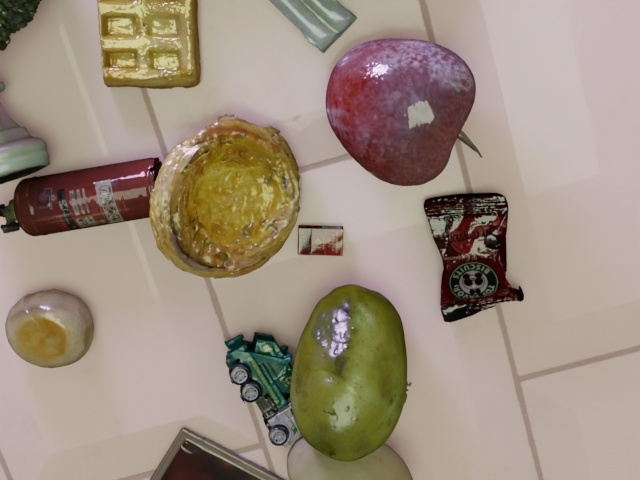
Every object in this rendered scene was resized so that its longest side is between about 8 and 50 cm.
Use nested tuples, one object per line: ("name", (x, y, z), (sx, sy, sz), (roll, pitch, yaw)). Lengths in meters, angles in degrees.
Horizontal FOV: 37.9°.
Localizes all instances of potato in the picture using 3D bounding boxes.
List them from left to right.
("potato", (0.050, 0.230, 1.629), (0.215, 0.216, 0.304), (0, 74, 0))

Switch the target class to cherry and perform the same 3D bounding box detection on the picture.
("cherry", (0.143, -0.209, 1.517), (0.285, 0.213, 0.236), (31, 96, 1))

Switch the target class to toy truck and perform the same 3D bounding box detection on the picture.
("toy truck", (-0.086, 0.264, 1.711), (0.116, 0.110, 0.216), (-31, 103, -3))

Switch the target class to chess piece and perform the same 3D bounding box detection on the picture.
("chess piece", (-0.564, -0.234, 1.568), (0.139, 0.139, 0.272), (-19, 95, 6))

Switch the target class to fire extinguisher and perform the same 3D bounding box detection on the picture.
("fire extinguisher", (-0.436, -0.066, 1.593), (0.337, 0.147, 0.107), (-10, 93, 2))

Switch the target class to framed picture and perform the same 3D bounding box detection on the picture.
("framed picture", (-0.193, 0.513, 1.828), (0.289, 0.020, 0.211), (30, 104, -7))

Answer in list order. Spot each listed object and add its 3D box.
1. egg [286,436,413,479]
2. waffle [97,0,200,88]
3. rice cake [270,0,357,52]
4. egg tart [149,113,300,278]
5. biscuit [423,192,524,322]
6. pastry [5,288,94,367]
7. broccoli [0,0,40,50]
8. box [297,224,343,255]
("egg", (0.054, 0.445, 1.719), (0.253, 0.188, 0.189), (33, 104, 0))
("waffle", (-0.287, -0.387, 1.545), (0.168, 0.057, 0.274), (0, 106, 0))
("rice cake", (-0.049, -0.416, 1.545), (0.226, 0.040, 0.085), (42, 102, -10))
("egg tart", (-0.167, -0.078, 1.597), (0.290, 0.107, 0.291), (-6, 103, -26))
("biscuit", (0.276, 0.030, 1.663), (0.151, 0.063, 0.235), (-7, 111, 14))
("pastry", (-0.491, 0.164, 1.691), (0.156, 0.092, 0.156), (2, 113, 4))
("broccoli", (-0.558, -0.416, 1.458), (0.245, 0.248, 0.288), (26, 61, 0))
("box", (0.000, 0.000, 1.675), (0.082, 0.023, 0.052), (2, 105, 0))
